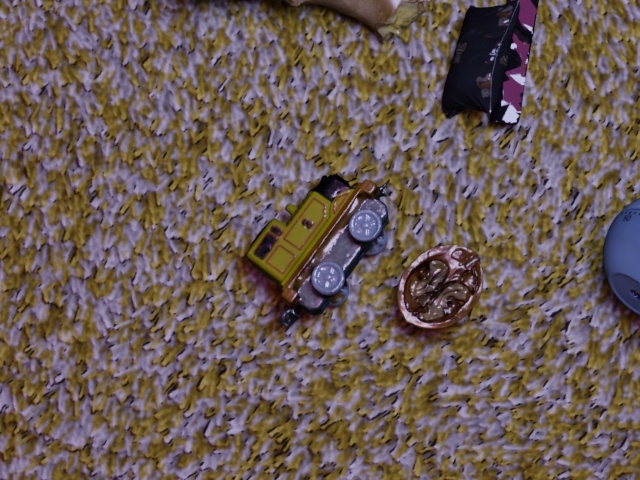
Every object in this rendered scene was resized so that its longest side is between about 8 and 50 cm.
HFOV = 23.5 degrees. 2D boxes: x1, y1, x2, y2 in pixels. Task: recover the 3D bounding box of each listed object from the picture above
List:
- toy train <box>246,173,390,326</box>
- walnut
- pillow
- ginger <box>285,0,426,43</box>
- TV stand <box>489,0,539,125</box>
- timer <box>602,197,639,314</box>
[{"bbox_3d":[0.000,0.000,1.853,0.127,0.089,0.219,35,83,11],"label":"toy train"},{"bbox_3d":[0.144,0.059,1.870,0.121,0.052,0.091,-40,86,-9],"label":"walnut"},{"bbox_3d":[0.196,-0.224,1.891,0.090,0.048,0.150,10,82,39],"label":"pillow"},{"bbox_3d":[-0.054,-0.373,1.900,0.375,0.166,0.236,16,45,-24],"label":"ginger"},{"bbox_3d":[0.247,-0.265,1.920,0.036,0.042,0.249,10,83,-5],"label":"TV stand"},{"bbox_3d":[0.453,0.001,1.866,0.255,0.175,0.175,-27,85,-35],"label":"timer"}]
